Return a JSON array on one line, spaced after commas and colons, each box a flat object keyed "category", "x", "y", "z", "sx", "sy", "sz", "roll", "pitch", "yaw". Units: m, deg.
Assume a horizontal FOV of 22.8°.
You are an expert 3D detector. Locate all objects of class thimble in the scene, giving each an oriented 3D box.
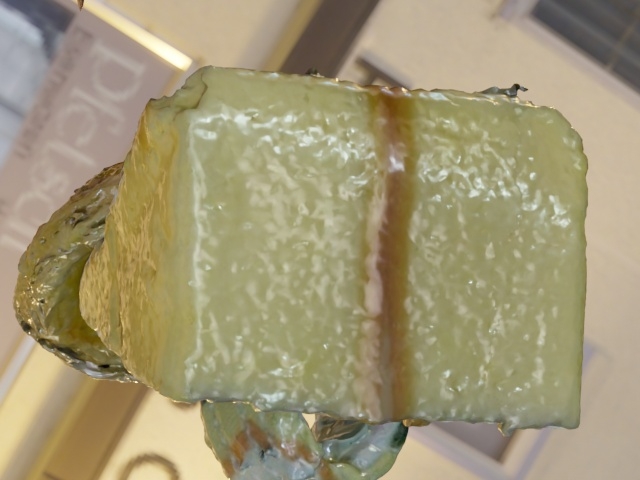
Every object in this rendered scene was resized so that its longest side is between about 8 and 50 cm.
[{"category": "thimble", "x": -0.022, "y": 0.194, "z": 1.980, "sx": 0.167, "sy": 0.254, "sz": 0.288, "roll": -27, "pitch": -147, "yaw": 42}]

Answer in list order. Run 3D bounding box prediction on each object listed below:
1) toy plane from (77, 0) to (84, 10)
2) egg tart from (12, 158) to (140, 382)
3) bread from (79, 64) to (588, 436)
[{"category": "toy plane", "x": -0.291, "y": -0.457, "z": 1.940, "sx": 0.223, "sy": 0.104, "sz": 0.326, "roll": -119, "pitch": -152, "yaw": -60}, {"category": "egg tart", "x": -0.139, "y": 0.021, "z": 1.411, "sx": 0.288, "sy": 0.288, "sz": 0.118, "roll": -47, "pitch": -140, "yaw": 33}, {"category": "bread", "x": 0.000, "y": 0.000, "z": 0.957, "sx": 0.236, "sy": 0.263, "sz": 0.198, "roll": -178, "pitch": -86, "yaw": -71}]
